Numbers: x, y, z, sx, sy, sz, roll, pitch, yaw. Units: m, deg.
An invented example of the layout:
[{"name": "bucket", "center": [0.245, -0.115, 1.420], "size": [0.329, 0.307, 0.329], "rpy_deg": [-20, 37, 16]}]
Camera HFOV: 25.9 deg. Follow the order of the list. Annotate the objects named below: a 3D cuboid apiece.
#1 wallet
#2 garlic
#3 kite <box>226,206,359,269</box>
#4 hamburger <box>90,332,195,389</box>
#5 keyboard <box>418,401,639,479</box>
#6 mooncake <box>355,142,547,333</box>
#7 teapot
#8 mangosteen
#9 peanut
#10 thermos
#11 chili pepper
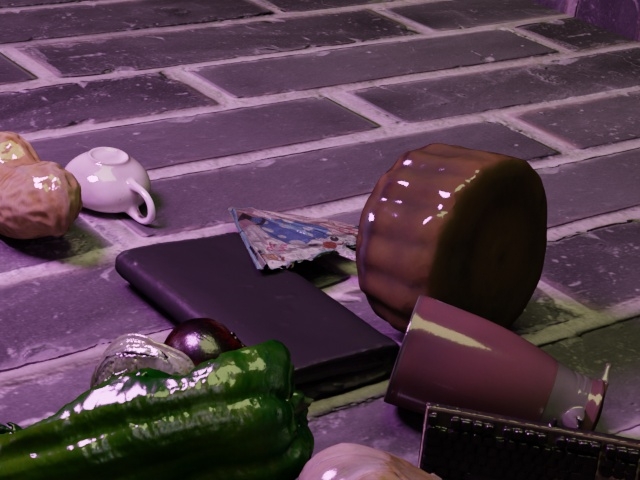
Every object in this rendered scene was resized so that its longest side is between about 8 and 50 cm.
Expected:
[{"name": "wallet", "center": [-0.095, 0.098, 1.952], "size": [0.228, 0.062, 0.406], "rpy_deg": [-12, 30, -35]}, {"name": "garlic", "center": [0.066, 0.304, 1.429], "size": [0.228, 0.152, 0.228], "rpy_deg": [28, 0, 0]}, {"name": "kite", "center": [0.000, -0.001, 2.157], "size": [0.368, 0.014, 0.406], "rpy_deg": [21, 19, 30]}, {"name": "hamburger", "center": [-0.210, 0.181, 1.664], "size": [0.140, 0.133, 0.062], "rpy_deg": [18, 18, 6]}, {"name": "keyboard", "center": [0.274, 0.259, 1.636], "size": [0.317, 0.106, 0.027], "rpy_deg": [9, 25, 9]}, {"name": "mooncake", "center": [0.183, 0.009, 1.947], "size": [0.161, 0.290, 0.290], "rpy_deg": [17, 26, 41]}, {"name": "teapot", "center": [-0.345, -0.095, 2.282], "size": [0.145, 0.092, 0.226], "rpy_deg": [-18, 37, -40]}, {"name": "mangosteen", "center": [-0.154, 0.167, 1.740], "size": [0.140, 0.140, 0.140], "rpy_deg": [5, 25, -2]}, {"name": "peanut", "center": [-0.473, -0.085, 2.153], "size": [0.140, 0.153, 0.325], "rpy_deg": [1, 13, -45]}, {"name": "thermos", "center": [0.229, 0.176, 1.777], "size": [0.265, 0.146, 0.176], "rpy_deg": [19, 17, 5]}, {"name": "chili pepper", "center": [-0.191, 0.232, 1.522], "size": [0.385, 0.213, 0.167], "rpy_deg": [-12, 69, 5]}]
